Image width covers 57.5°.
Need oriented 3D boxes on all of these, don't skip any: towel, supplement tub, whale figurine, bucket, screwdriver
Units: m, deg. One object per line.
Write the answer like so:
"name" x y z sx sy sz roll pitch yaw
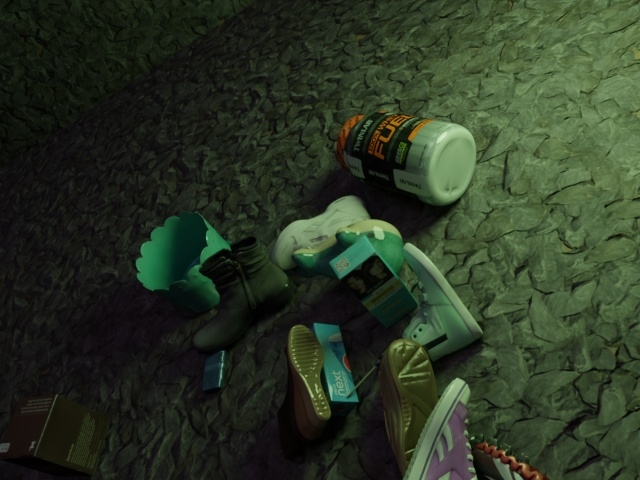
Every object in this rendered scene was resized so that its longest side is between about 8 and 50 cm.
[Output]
"towel" -0.284 0.351 1.571 0.067 0.029 0.120 -19 48 23
"supplement tub" 0.214 -0.224 1.525 0.338 0.207 0.207 22 73 43
"whale figurine" 0.072 0.054 1.418 0.271 0.216 0.141 -12 57 4
"bucket" -0.389 0.070 1.747 0.281 0.183 0.281 -18 50 23
"screwdriver" 0.113 0.288 1.307 0.170 0.024 0.025 -37 58 -24

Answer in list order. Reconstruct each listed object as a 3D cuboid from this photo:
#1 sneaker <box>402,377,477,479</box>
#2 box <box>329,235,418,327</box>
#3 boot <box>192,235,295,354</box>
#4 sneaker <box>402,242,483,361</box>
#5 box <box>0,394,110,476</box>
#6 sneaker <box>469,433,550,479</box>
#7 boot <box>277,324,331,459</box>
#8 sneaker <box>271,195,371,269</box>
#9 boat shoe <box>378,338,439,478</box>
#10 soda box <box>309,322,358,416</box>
"sneaker" 0.245 0.397 1.033 0.161 0.102 0.282 23 67 13
"box" 0.126 0.099 1.317 0.100 0.244 0.060 -38 44 6
"boot" -0.257 0.140 1.562 0.338 0.223 0.118 -38 33 2
"sneaker" 0.218 0.138 1.272 0.151 0.094 0.256 -36 75 8
"box" -0.732 0.544 1.617 0.168 0.203 0.167 -12 52 27
"sneaker" 0.348 0.445 1.005 0.276 0.097 0.135 25 81 48
"boot" -0.061 0.341 1.317 0.207 0.090 0.249 -55 38 41
"sneaker" 0.000 0.000 1.573 0.305 0.114 0.152 -33 44 10
"boat shoe" 0.190 0.374 1.170 0.121 0.110 0.341 4 57 -15
"soda box" 0.022 0.296 1.351 0.067 0.071 0.210 -60 32 38
